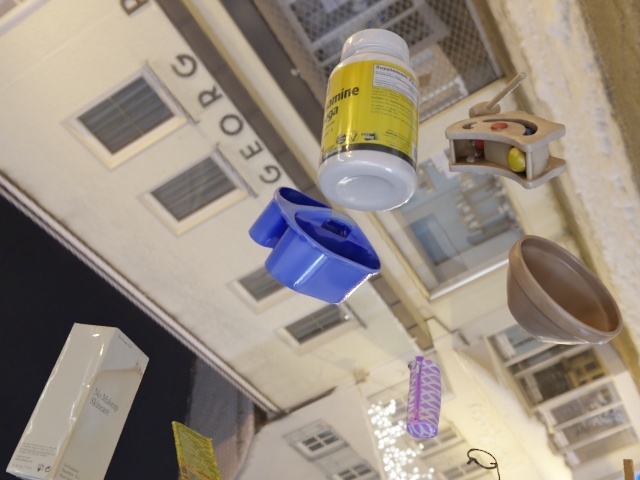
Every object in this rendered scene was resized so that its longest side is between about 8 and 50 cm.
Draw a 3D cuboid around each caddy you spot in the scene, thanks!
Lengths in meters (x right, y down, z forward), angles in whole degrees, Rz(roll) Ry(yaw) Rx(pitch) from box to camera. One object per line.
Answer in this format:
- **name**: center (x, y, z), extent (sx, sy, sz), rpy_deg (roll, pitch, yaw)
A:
- **caddy**: center (0.000, 0.000, 1.451), extent (0.341, 0.179, 0.241), rpy_deg (23, -153, -45)

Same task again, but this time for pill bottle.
- **pill bottle**: center (0.099, -0.242, 1.216), extent (0.188, 0.187, 0.334), rpy_deg (44, -135, -52)

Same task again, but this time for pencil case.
- **pencil case**: center (0.259, 0.392, 1.550), extent (0.206, 0.086, 0.088), rpy_deg (-80, -27, -46)

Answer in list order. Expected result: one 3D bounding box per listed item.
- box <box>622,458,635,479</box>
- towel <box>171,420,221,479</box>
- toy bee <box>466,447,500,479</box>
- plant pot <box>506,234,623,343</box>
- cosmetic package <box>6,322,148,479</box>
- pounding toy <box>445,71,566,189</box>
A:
- **box**: center (0.484, 0.470, 0.947), extent (0.201, 0.021, 0.165), rpy_deg (-54, -46, -54)
- **towel**: center (-0.234, 0.429, 1.189), extent (0.102, 0.021, 0.237), rpy_deg (41, 179, -23)
- **toy bee**: center (0.342, 0.509, 1.034), extent (0.195, 0.162, 0.298), rpy_deg (15, -172, -4)
- **plant pot**: center (0.430, 0.110, 1.151), extent (0.237, 0.110, 0.237), rpy_deg (23, -143, -18)
- **cosmetic package**: center (-0.481, 0.345, 1.257), extent (0.160, 0.113, 0.310), rpy_deg (68, -150, -53)
- **pounding toy**: center (0.304, -0.199, 1.080), extent (0.269, 0.154, 0.155), rpy_deg (-126, 21, -63)
